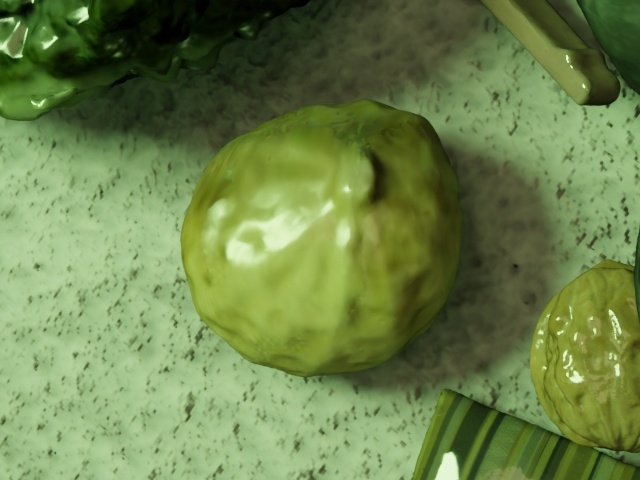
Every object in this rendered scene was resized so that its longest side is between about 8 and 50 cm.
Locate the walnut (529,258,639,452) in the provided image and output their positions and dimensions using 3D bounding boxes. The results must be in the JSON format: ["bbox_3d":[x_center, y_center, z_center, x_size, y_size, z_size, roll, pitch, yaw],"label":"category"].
[{"bbox_3d":[0.144,0.056,0.628,0.083,0.079,0.096,-4,78,16],"label":"walnut"}]

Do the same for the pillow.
[{"bbox_3d":[0.134,0.160,0.634,0.203,0.038,0.113,21,84,20],"label":"pillow"}]

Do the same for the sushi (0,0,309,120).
[{"bbox_3d":[-0.161,-0.216,0.691,0.352,0.178,0.294,-7,100,34],"label":"sushi"}]

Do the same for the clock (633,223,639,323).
[{"bbox_3d":[0.239,0.020,0.586,0.185,0.040,0.184,2,70,-5],"label":"clock"}]

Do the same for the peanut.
[{"bbox_3d":[0.000,0.000,0.675,0.159,0.109,0.140,-12,65,28],"label":"peanut"}]

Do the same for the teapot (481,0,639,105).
[{"bbox_3d":[0.157,-0.212,0.578,0.344,0.253,0.300,59,140,39],"label":"teapot"}]
